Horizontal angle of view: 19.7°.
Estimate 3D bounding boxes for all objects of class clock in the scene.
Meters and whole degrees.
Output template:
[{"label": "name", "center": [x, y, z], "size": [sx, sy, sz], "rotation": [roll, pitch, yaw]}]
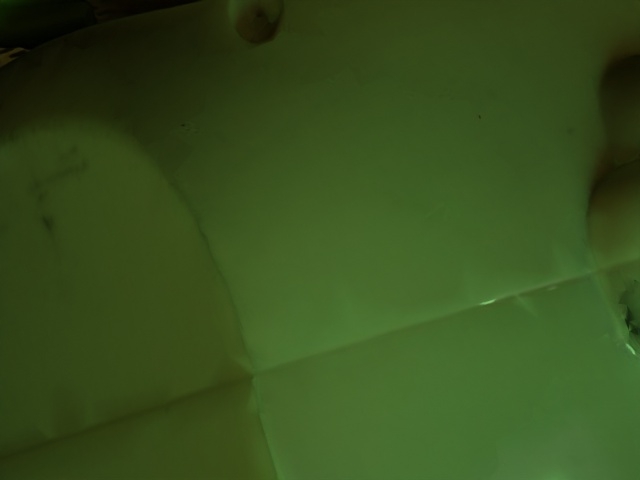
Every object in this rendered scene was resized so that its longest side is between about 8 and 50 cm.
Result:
[{"label": "clock", "center": [0.043, 0.015, 0.687], "size": [0.377, 0.250, 0.368], "rotation": [-15, 175, -45]}]

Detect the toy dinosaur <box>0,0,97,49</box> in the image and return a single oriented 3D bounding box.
[{"label": "toy dinosaur", "center": [-0.066, -0.128, 0.618], "size": [0.259, 0.094, 0.153], "rotation": [-12, 133, -36]}]
